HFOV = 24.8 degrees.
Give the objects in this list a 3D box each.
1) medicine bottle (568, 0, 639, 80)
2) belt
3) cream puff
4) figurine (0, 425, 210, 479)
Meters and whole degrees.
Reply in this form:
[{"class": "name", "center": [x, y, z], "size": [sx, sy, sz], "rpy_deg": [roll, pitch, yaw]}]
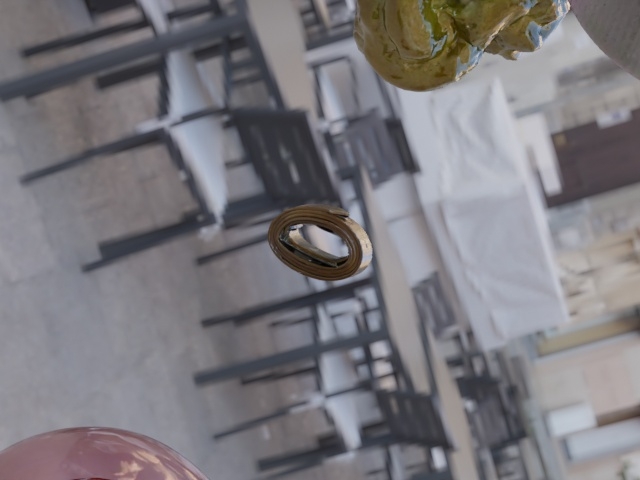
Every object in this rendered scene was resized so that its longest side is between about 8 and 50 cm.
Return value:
[{"class": "medicine bottle", "center": [0.284, -0.252, 0.845], "size": [0.325, 0.256, 0.256], "rpy_deg": [105, -21, -53]}, {"class": "belt", "center": [0.000, 0.000, 1.181], "size": [0.059, 0.083, 0.036], "rpy_deg": [-71, 165, 11]}, {"class": "cream puff", "center": [0.117, -0.222, 1.187], "size": [0.195, 0.194, 0.221], "rpy_deg": [51, 49, -68]}, {"class": "figurine", "center": [-0.142, 0.220, 0.959], "size": [0.269, 0.261, 0.211], "rpy_deg": [18, 39, -42]}]
